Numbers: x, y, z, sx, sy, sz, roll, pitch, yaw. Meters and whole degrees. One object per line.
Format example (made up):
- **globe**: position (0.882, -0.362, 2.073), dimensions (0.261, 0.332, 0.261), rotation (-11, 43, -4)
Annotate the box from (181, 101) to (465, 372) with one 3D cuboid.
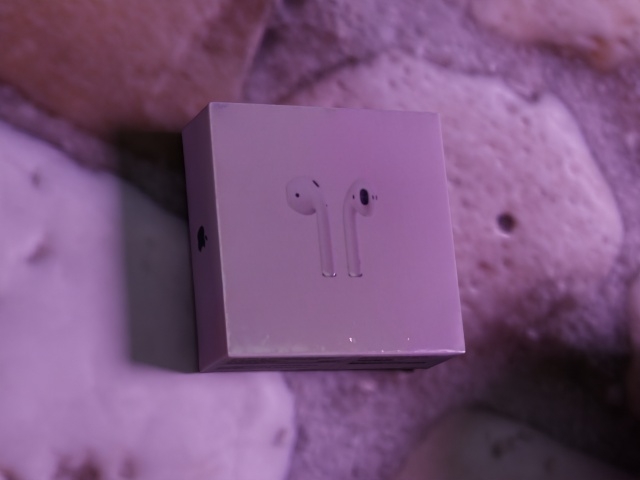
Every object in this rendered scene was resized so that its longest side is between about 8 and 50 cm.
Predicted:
- **box**: position (0.000, 0.000, 0.932), dimensions (0.130, 0.051, 0.129), rotation (1, 75, -24)
